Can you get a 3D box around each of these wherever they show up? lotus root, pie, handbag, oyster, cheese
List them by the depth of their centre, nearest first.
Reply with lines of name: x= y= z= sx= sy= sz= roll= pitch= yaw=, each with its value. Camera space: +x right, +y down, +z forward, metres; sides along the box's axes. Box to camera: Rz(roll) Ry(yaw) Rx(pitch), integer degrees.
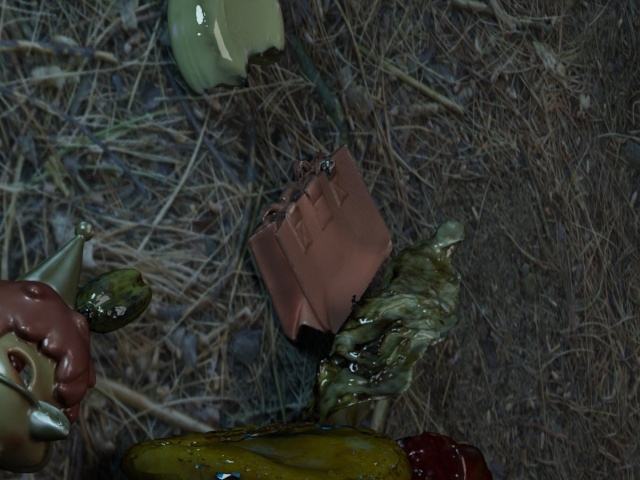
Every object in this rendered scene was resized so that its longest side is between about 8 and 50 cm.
pie: x=-0.049 y=0.211 z=1.401 sx=0.273 sy=0.273 sz=0.069 roll=-1 pitch=98 yaw=-56
lotus root: x=-0.197 y=0.057 z=1.411 sx=0.054 sy=0.049 sz=0.099 roll=55 pitch=35 yaw=2
cheese: x=-0.110 y=-0.280 z=1.633 sx=0.163 sy=0.071 sz=0.248 roll=-10 pitch=88 yaw=-58
oyster: x=0.057 y=0.125 z=1.689 sx=0.111 sy=0.204 sz=0.396 roll=37 pitch=32 yaw=2
handbag: x=0.000 y=0.000 z=1.718 sx=0.157 sy=0.059 sz=0.212 roll=64 pitch=34 yaw=-21

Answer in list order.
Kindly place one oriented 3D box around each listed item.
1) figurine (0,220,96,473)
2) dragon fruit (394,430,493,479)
figurine: x=-0.262 y=0.132 z=1.189 sx=0.387 sy=0.166 sz=0.207 roll=-55 pitch=142 yaw=-45
dragon fruit: x=0.158 y=0.380 z=1.604 sx=0.286 sy=0.228 sz=0.329 roll=25 pitch=36 yaw=-54
